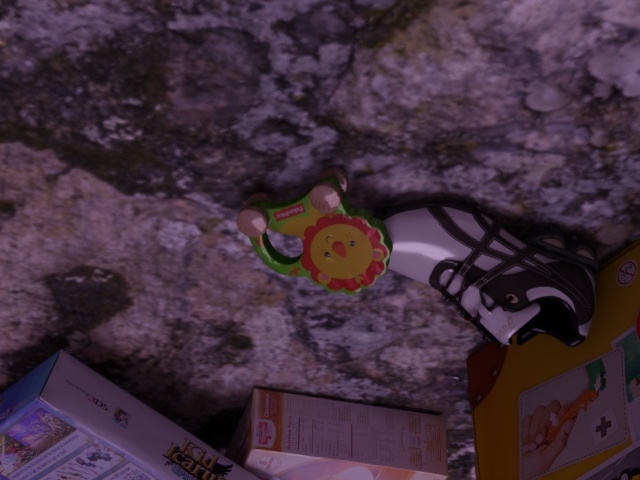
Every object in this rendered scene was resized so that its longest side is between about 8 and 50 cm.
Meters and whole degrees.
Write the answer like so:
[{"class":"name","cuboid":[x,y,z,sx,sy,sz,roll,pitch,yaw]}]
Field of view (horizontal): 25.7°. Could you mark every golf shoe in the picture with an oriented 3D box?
[{"class":"golf shoe","cuboid":[0.122,0.028,1.070,0.198,0.094,0.077,10,142,-10]}]

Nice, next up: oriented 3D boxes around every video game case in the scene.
[{"class":"video game case","cuboid":[-0.214,0.230,1.296,0.244,0.061,0.269,36,136,-21]}]

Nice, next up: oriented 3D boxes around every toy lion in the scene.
[{"class":"toy lion","cuboid":[0.000,0.000,1.050,0.100,0.034,0.096,-17,112,22]}]

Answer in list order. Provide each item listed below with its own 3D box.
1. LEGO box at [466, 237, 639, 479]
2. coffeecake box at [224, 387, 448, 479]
[{"class":"LEGO box","cuboid":[0.344,0.157,1.009,0.193,0.372,0.500,24,137,-28]},{"class":"coffeecake box","cuboid":[0.009,0.215,1.326,0.185,0.068,0.142,10,142,-11]}]
